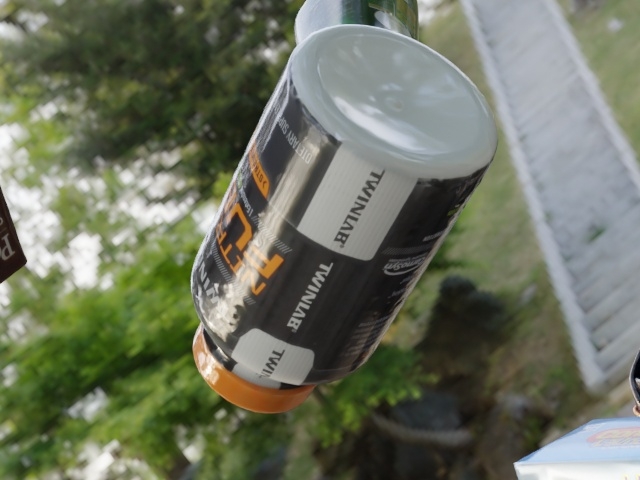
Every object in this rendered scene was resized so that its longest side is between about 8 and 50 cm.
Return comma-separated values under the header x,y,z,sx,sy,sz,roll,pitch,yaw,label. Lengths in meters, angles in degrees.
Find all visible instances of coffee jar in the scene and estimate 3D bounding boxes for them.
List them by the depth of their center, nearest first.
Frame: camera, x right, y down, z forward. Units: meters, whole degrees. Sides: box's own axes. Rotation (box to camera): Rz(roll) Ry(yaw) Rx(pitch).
x,y,z,sx,sy,sz,roll,pitch,yaw,label
0.030,-0.123,1.094,0.096,0.079,0.184,-45,26,27,coffee jar

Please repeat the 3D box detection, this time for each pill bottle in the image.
x,y,z,sx,sy,sz,roll,pitch,yaw,label
0.000,0.000,0.920,0.130,0.130,0.245,-31,-23,-46,pill bottle

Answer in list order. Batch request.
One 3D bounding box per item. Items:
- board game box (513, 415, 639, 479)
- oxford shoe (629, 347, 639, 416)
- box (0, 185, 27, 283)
x,y,z,sx,sy,sz,roll,pitch,yaw,label
0.298,0.262,0.969,0.086,0.302,0.308,-21,4,-34,board game box
0.307,0.169,1.268,0.133,0.363,0.130,13,-10,-30,oxford shoe
-0.343,-0.102,0.944,0.191,0.143,0.381,-45,-46,-41,box
